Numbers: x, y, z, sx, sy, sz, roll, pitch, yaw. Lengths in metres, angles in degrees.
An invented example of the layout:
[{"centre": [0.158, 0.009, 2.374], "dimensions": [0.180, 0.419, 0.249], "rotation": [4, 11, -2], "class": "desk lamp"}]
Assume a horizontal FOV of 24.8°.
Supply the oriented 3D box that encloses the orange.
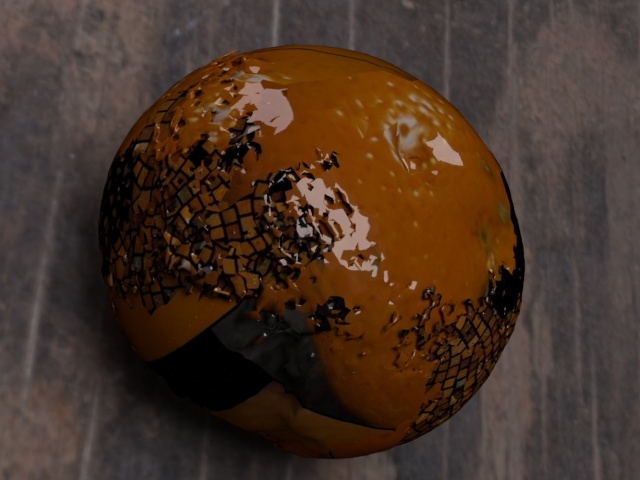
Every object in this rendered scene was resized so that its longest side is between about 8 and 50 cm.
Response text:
[{"centre": [0.000, 0.000, 0.782], "dimensions": [0.234, 0.182, 0.234], "rotation": [18, 49, -22], "class": "orange"}]
